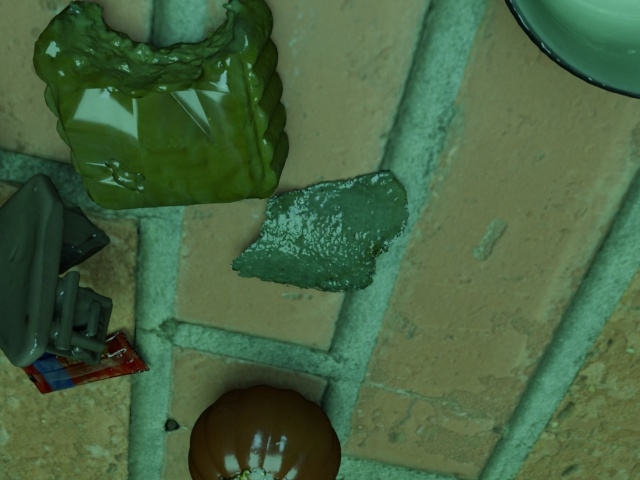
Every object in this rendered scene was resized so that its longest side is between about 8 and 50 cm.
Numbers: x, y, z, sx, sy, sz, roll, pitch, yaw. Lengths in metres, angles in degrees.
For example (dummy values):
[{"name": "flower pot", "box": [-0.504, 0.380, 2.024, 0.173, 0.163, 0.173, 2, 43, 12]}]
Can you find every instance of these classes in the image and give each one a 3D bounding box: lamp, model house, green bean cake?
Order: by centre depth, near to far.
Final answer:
[{"name": "green bean cake", "box": [-0.162, -0.146, 0.741, 0.236, 0.124, 0.232, -3, 123, 8]}, {"name": "model house", "box": [-0.316, 0.056, 0.836, 0.123, 0.229, 0.188, -11, 157, 16]}, {"name": "lamp", "box": [-0.081, 0.310, 0.991, 0.224, 0.196, 0.223, 3, 123, 4]}]

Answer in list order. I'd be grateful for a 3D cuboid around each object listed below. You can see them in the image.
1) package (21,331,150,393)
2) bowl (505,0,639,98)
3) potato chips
[{"name": "package", "box": [-0.363, 0.187, 1.039, 0.201, 0.022, 0.083, -14, 120, 15]}, {"name": "bowl", "box": [0.296, -0.311, 0.553, 0.354, 0.185, 0.353, 2, 123, 3]}, {"name": "potato chips", "box": [0.003, -0.004, 0.862, 0.167, 0.059, 0.228, 33, 120, -5]}]
